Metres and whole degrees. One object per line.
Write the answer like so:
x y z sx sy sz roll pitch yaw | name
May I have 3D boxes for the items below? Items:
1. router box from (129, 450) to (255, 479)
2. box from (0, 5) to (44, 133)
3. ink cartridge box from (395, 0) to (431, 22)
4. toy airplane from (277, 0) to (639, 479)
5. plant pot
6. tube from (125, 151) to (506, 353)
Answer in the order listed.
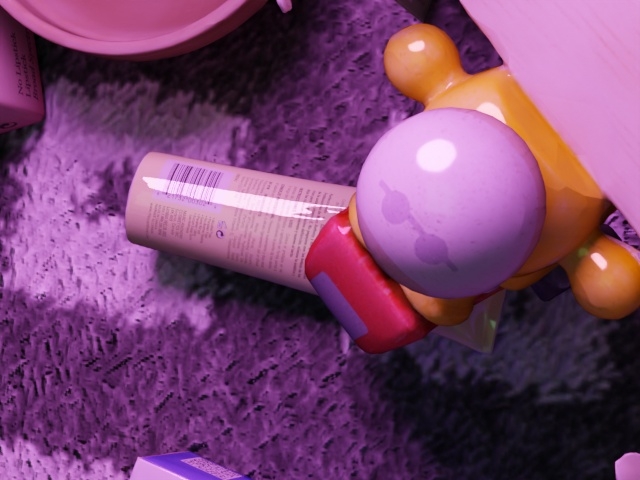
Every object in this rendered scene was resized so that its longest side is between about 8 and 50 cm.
-0.003 0.327 0.976 0.335 0.082 0.301 22 92 18 | router box
-0.289 -0.145 1.025 0.127 0.232 0.148 -13 82 17 | box
0.107 -0.231 0.972 0.062 0.109 0.209 21 92 19 | ink cartridge box
0.132 -0.060 0.783 0.386 0.272 0.384 19 124 33 | toy airplane
-0.101 -0.223 1.037 0.237 0.110 0.237 -2 84 18 | plant pot
0.000 0.000 1.018 0.240 0.062 0.070 12 128 11 | tube
